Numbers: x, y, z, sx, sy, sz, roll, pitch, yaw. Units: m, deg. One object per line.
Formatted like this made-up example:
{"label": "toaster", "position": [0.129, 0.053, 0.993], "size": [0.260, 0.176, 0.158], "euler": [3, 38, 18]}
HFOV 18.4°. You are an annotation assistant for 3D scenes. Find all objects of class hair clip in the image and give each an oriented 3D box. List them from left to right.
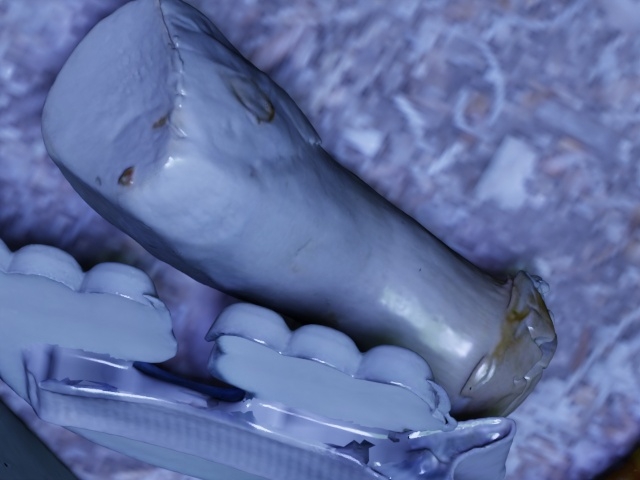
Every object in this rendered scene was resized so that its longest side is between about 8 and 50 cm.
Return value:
{"label": "hair clip", "position": [-0.035, 0.065, 0.718], "size": [0.220, 0.140, 0.054], "euler": [16, 64, 4]}

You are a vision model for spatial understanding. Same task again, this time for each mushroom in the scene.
{"label": "mushroom", "position": [-0.002, 0.000, 0.727], "size": [0.223, 0.092, 0.081], "euler": [38, 71, -32]}

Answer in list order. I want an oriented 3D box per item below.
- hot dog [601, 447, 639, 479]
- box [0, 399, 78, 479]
{"label": "hot dog", "position": [0.158, 0.132, 0.832], "size": [0.269, 0.072, 0.115], "euler": [-34, 116, -1]}
{"label": "box", "position": [-0.259, 0.164, 0.683], "size": [0.344, 0.177, 0.352], "euler": [-37, 117, 6]}
